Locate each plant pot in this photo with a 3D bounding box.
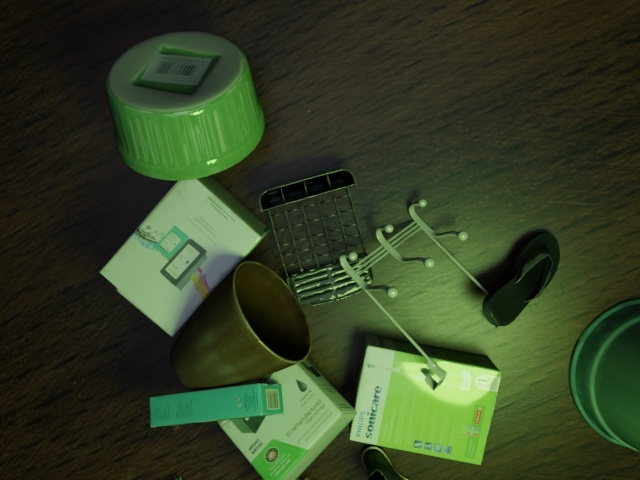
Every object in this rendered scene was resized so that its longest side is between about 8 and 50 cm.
[{"bbox_3d":[-0.174,0.189,1.361,0.230,0.215,0.215,-34,94,22],"label":"plant pot"},{"bbox_3d":[0.715,0.306,1.390,0.340,0.334,0.342,0,95,1],"label":"plant pot"}]

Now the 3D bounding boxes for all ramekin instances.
[{"bbox_3d":[-0.265,-0.272,1.371,0.303,0.304,0.148,-3,138,2],"label":"ramekin"}]

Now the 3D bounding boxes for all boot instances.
[{"bbox_3d":[0.156,0.547,1.523,0.077,0.137,0.198,-42,93,5],"label":"boot"}]

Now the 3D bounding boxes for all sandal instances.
[{"bbox_3d":[0.433,0.083,1.466,0.097,0.054,0.254,49,63,-13],"label":"sandal"}]

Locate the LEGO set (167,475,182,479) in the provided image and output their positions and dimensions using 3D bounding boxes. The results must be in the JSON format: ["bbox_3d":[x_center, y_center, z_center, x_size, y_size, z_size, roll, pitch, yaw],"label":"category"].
[{"bbox_3d":[-0.322,0.556,1.597,0.054,0.023,0.083,-44,106,7],"label":"LEGO set"}]

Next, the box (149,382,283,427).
[{"bbox_3d":[-0.203,0.322,1.380,0.244,0.100,0.060,-11,75,20],"label":"box"}]

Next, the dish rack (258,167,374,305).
[{"bbox_3d":[0.000,0.000,1.502,0.208,0.074,0.272,-16,95,-2],"label":"dish rack"}]

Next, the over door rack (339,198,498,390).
[{"bbox_3d":[0.226,0.094,1.430,0.239,0.108,0.324,-34,85,-29],"label":"over door rack"}]

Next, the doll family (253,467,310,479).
[{"bbox_3d":[-0.073,0.551,1.562,0.111,0.076,0.193,-45,95,0],"label":"doll family"}]

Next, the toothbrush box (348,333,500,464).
[{"bbox_3d":[0.216,0.335,1.510,0.283,0.122,0.206,10,96,0],"label":"toothbrush box"}]

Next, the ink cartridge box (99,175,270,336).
[{"bbox_3d":[-0.271,0.020,1.458,0.197,0.198,0.270,42,95,-3],"label":"ink cartridge box"}]

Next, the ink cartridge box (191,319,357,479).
[{"bbox_3d":[-0.104,0.327,1.465,0.289,0.121,0.211,43,94,23],"label":"ink cartridge box"}]
